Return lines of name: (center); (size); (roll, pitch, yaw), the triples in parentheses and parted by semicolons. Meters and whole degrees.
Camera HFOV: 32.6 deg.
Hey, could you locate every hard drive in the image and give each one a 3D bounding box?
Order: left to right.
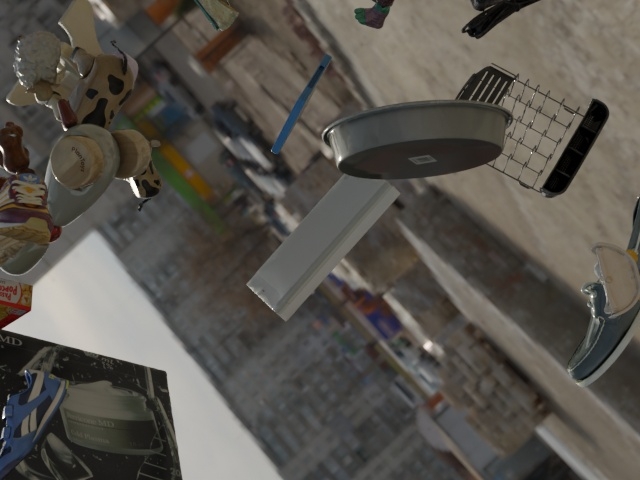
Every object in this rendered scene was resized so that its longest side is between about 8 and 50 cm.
hard drive: (0.000, 0.000, 2.033); (0.040, 0.307, 0.203); (43, 176, -22)

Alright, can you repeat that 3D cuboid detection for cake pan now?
cake pan: (0.149, -0.147, 1.668); (0.293, 0.293, 0.054); (60, -155, -79)

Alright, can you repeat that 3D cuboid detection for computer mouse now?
computer mouse: (0.270, -0.357, 1.426); (0.060, 0.184, 0.262); (56, 177, 20)

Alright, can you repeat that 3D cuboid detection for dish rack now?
dish rack: (0.377, -0.216, 2.065); (0.271, 0.208, 0.074); (30, 167, 11)

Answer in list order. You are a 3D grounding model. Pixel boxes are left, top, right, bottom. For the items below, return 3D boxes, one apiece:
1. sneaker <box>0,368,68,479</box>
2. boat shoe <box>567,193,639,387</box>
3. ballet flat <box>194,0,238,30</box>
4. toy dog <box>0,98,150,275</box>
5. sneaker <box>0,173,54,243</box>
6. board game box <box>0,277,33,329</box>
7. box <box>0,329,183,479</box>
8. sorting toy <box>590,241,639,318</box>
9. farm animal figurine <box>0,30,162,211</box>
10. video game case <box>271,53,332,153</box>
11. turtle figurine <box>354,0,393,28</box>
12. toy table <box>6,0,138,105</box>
sneaker: (-0.361, 0.219, 1.315); (0.059, 0.144, 0.053); (34, 150, -13)
boat shoe: (0.447, 0.072, 1.652); (0.099, 0.319, 0.116); (29, -163, 1)
ballet flat: (-0.195, -0.411, 1.746); (0.168, 0.052, 0.057); (50, -177, -14)
toy dog: (-0.445, -0.098, 1.786); (0.161, 0.333, 0.220); (53, -176, 11)
sneaker: (-0.361, -0.044, 1.325); (0.069, 0.084, 0.185); (18, 173, -28)
board game box: (-0.551, 0.087, 1.629); (0.193, 0.146, 0.045); (18, -122, -38)
box: (-0.504, 0.418, 1.844); (0.479, 0.297, 0.472); (18, -154, -26)
sorting toy: (0.324, 0.048, 1.218); (0.075, 0.044, 0.083); (110, 150, -73)
farm animal figurine: (-0.412, -0.197, 1.988); (0.330, 0.327, 0.172); (3, -156, -37)
video game case: (-0.031, -0.231, 1.840); (0.015, 0.119, 0.166); (29, -141, -2)
turtle figurine: (0.138, -0.473, 1.836); (0.118, 0.175, 0.234); (40, 135, 8)
toy table: (-0.490, -0.336, 2.175); (0.161, 0.252, 0.274); (37, 158, -29)
